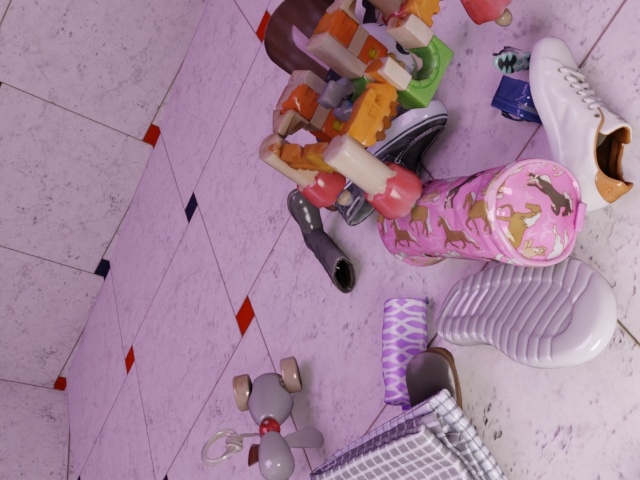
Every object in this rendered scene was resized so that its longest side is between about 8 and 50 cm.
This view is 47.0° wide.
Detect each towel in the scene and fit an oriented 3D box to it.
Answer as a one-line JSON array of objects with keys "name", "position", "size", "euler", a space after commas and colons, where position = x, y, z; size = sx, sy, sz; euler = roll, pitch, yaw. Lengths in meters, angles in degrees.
[{"name": "towel", "position": [0.143, 0.400, 1.137], "size": [0.284, 0.121, 0.235], "euler": [-38, 80, 32]}]

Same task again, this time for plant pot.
[{"name": "plant pot", "position": [0.012, -0.449, 1.764], "size": [0.230, 0.215, 0.215], "euler": [53, 124, 35]}]

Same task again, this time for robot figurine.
[{"name": "robot figurine", "position": [0.094, -0.311, 1.536], "size": [0.278, 0.174, 0.209], "euler": [-67, 21, 4]}]

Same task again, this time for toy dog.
[{"name": "toy dog", "position": [-0.103, 0.413, 1.614], "size": [0.220, 0.161, 0.333], "euler": [-7, 32, 20]}]

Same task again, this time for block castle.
[{"name": "block castle", "position": [0.116, -0.264, 1.267], "size": [0.303, 0.213, 0.453], "euler": [11, 73, 56]}]

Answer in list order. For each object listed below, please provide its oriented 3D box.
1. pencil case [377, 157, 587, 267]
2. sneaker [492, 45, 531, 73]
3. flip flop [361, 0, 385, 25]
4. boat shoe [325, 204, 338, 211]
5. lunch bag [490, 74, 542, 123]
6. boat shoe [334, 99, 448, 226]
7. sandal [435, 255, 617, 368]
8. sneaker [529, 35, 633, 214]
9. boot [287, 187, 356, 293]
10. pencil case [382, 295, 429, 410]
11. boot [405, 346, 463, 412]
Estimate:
[{"name": "pencil case", "position": [0.237, -0.033, 1.159], "size": [0.160, 0.167, 0.386], "euler": [61, 163, -8]}, {"name": "sneaker", "position": [0.318, -0.314, 1.272], "size": [0.069, 0.098, 0.038], "euler": [39, 127, 45]}, {"name": "flip flop", "position": [0.148, -0.534, 1.678], "size": [0.277, 0.080, 0.112], "euler": [-94, 27, -54]}, {"name": "boat shoe", "position": [0.015, -0.127, 1.743], "size": [0.207, 0.073, 0.073], "euler": [-112, 8, -49]}, {"name": "lunch bag", "position": [0.336, -0.235, 1.244], "size": [0.098, 0.067, 0.065], "euler": [40, 112, 56]}, {"name": "boat shoe", "position": [0.150, -0.147, 1.495], "size": [0.335, 0.121, 0.119], "euler": [-43, 67, 41]}, {"name": "sandal", "position": [0.319, 0.112, 1.117], "size": [0.169, 0.102, 0.416], "euler": [-64, 16, -8]}, {"name": "sneaker", "position": [0.400, -0.188, 1.098], "size": [0.123, 0.106, 0.290], "euler": [-26, 68, 49]}, {"name": "boot", "position": [0.002, -0.002, 1.637], "size": [0.076, 0.189, 0.208], "euler": [-26, 33, 0]}, {"name": "pencil case", "position": [0.155, 0.204, 1.356], "size": [0.088, 0.086, 0.206], "euler": [87, -173, -70]}, {"name": "boot", "position": [0.206, 0.329, 1.229], "size": [0.112, 0.115, 0.305], "euler": [-1, 92, 21]}]
